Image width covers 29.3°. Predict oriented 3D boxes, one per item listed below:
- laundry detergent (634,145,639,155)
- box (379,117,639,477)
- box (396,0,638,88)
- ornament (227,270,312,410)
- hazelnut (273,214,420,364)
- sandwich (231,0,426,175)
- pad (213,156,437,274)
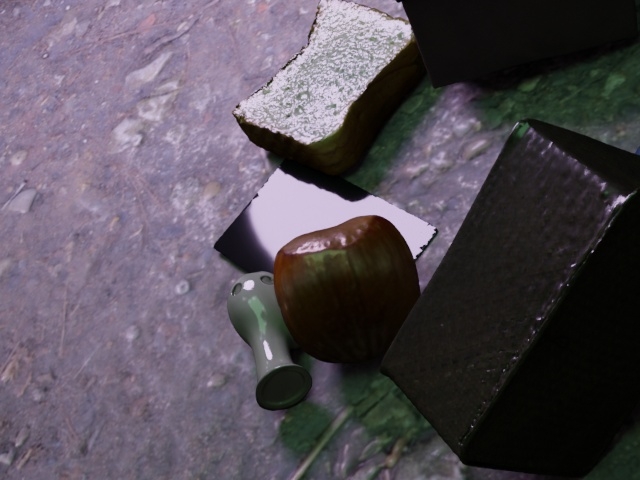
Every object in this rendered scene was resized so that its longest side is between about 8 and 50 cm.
[{"bbox_3d":[0.430,-0.050,1.102,0.289,0.094,0.143,-12,50,27],"label":"laundry detergent"},{"bbox_3d":[0.204,0.053,1.051,0.143,0.184,0.273,47,115,45],"label":"box"},{"bbox_3d":[0.214,-0.307,1.382,0.252,0.153,0.188,-14,47,12],"label":"box"},{"bbox_3d":[-0.054,0.101,1.335,0.081,0.075,0.156,0,43,-19],"label":"ornament"},{"bbox_3d":[0.028,0.052,1.269,0.150,0.150,0.150,-18,49,22],"label":"hazelnut"},{"bbox_3d":[0.015,-0.191,1.507,0.186,0.065,0.215,27,72,43],"label":"sandwich"},{"bbox_3d":[0.000,0.000,1.421,0.159,0.009,0.265,-50,46,-9],"label":"pad"}]
